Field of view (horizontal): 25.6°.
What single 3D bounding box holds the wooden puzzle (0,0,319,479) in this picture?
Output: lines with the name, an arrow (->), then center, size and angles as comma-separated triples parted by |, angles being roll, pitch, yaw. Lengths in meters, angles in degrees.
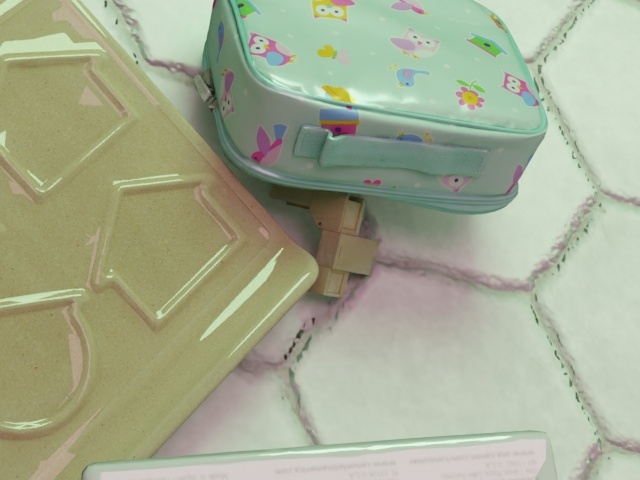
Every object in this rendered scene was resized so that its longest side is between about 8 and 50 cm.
wooden puzzle -> -0.217, 0.001, 1.027 | 0.348, 0.080, 0.322 | 46, 57, -4

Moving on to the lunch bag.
lunch bag -> 0.037, -0.125, 1.169 | 0.279, 0.108, 0.224 | 6, 42, -19

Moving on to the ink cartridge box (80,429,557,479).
ink cartridge box -> 0.013, 0.321, 0.880 | 0.308, 0.091, 0.385 | -2, 74, -11

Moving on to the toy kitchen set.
toy kitchen set -> 0.000, 0.000, 1.171 | 0.068, 0.075, 0.083 | 12, 91, -59
